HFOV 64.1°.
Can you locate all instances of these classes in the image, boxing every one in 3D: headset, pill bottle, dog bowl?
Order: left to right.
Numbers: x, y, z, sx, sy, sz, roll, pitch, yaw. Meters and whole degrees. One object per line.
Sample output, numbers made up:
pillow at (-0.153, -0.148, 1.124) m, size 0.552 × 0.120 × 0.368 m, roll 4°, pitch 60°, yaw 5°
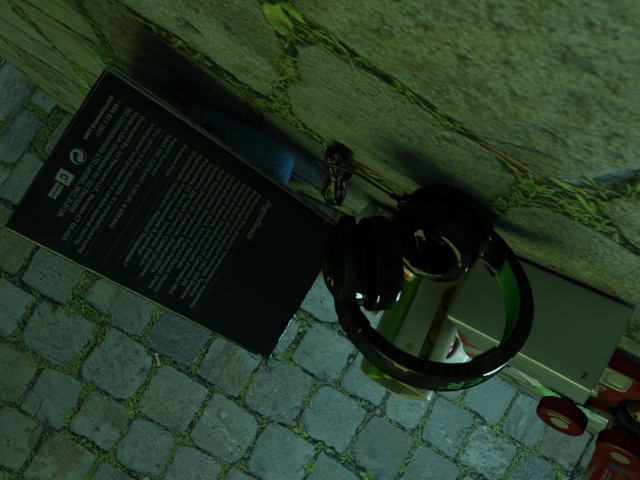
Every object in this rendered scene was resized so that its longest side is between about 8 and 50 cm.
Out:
dog bowl at (-0.175, -0.189, 1.037) m, size 0.297 × 0.074 × 0.166 m, roll 28°, pitch 173°, yaw 30°
pill bottle at (0.134, 0.000, 0.955) m, size 0.152 × 0.086 × 0.086 m, roll 39°, pitch 175°, yaw 10°
headset at (0.105, 0.023, 0.707) m, size 0.394 × 0.243 × 0.185 m, roll 59°, pitch 158°, yaw 27°

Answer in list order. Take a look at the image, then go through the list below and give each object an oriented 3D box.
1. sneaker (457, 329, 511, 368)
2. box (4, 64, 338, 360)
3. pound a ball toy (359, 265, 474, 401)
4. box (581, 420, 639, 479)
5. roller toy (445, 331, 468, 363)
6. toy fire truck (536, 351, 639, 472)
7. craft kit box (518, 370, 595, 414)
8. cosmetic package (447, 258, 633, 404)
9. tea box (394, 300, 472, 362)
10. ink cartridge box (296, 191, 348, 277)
sneaker at (0.434, 0.236, 1.311) m, size 0.136 × 0.115 × 0.314 m, roll 56°, pitch 162°, yaw -2°
box at (-0.291, -0.050, 1.027) m, size 0.471 × 0.298 × 0.480 m, roll 32°, pitch 174°, yaw -24°
pound a ball toy at (0.201, 0.154, 1.037) m, size 0.135 × 0.319 × 0.208 m, roll 33°, pitch 158°, yaw -10°
box at (0.731, 0.484, 1.164) m, size 0.122 × 0.257 × 0.128 m, roll 30°, pitch 175°, yaw -22°
roller toy at (0.439, 0.357, 1.796) m, size 0.146 × 0.209 × 0.191 m, roll 32°, pitch 141°, yaw -15°
toy fire truck at (0.590, 0.310, 1.027) m, size 0.302 × 0.169 × 0.254 m, roll 26°, pitch 153°, yaw 29°
craft kit box at (0.653, 0.377, 1.393) m, size 0.250 × 0.061 × 0.246 m, roll 40°, pitch 168°, yaw -14°
cosmetic package at (0.354, 0.142, 0.837) m, size 0.224 × 0.138 × 0.224 m, roll 27°, pitch 174°, yaw 30°
tea box at (0.444, 0.408, 2.058) m, size 0.328 × 0.220 × 0.323 m, roll 31°, pitch 173°, yaw 5°
ink cartridge box at (0.000, 0.000, 1.272) m, size 0.219 × 0.160 × 0.092 m, roll 28°, pitch 174°, yaw 27°
